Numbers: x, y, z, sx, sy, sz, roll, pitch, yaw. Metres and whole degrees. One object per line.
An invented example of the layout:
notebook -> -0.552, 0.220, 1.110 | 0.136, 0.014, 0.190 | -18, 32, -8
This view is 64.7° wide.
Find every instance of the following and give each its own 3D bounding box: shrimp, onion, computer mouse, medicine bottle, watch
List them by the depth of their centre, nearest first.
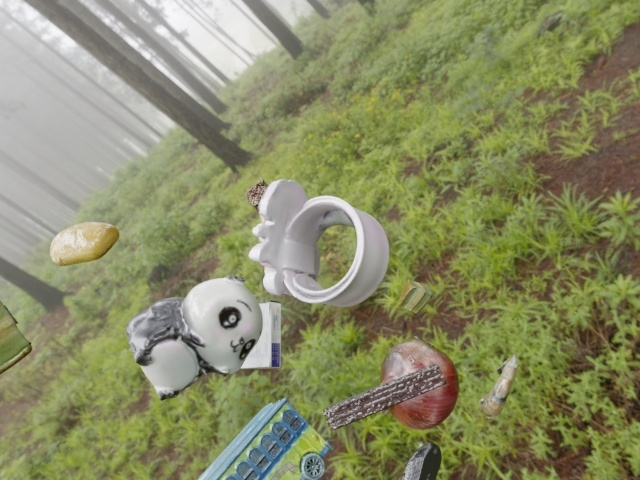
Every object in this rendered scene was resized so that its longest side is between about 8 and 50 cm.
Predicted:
watch -> 0.000, 0.000, 0.969 | 0.232, 0.196, 0.243 | -2, 78, 38
medicine bottle -> -0.192, 0.294, 1.565 | 0.171, 0.052, 0.200 | -18, 67, 45
computer mouse -> 0.308, 0.736, 1.582 | 0.074, 0.122, 0.217 | -2, 61, 51
shrimp -> 0.632, 0.524, 1.798 | 0.246, 0.085, 0.360 | -56, -21, -24
onion -> 0.375, 0.552, 1.962 | 0.354, 0.354, 0.353 | -40, 25, 23

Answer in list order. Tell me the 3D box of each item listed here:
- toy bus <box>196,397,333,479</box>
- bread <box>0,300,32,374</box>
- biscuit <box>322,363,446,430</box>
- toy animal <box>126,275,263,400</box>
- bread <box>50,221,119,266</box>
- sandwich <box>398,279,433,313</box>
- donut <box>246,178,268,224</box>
toy bus -> -0.138, 0.524, 1.111 | 0.312, 0.190, 0.152 | -42, -5, -36
bread -> -0.355, 0.115, 0.456 | 0.084, 0.074, 0.139 | -7, 27, 36
biscuit -> 0.196, 0.477, 1.545 | 0.389, 0.073, 0.107 | -18, -19, -10
toy animal -> -0.297, 0.221, 1.257 | 0.310, 0.250, 0.251 | -24, 20, -13
bread -> -0.394, -0.001, 0.836 | 0.115, 0.056, 0.082 | -8, 34, 28
sandwich -> 0.328, 0.156, 1.684 | 0.163, 0.080, 0.113 | 104, -172, -60
donut -> -0.193, -0.104, 1.845 | 0.085, 0.217, 0.141 | -23, 1, 5
